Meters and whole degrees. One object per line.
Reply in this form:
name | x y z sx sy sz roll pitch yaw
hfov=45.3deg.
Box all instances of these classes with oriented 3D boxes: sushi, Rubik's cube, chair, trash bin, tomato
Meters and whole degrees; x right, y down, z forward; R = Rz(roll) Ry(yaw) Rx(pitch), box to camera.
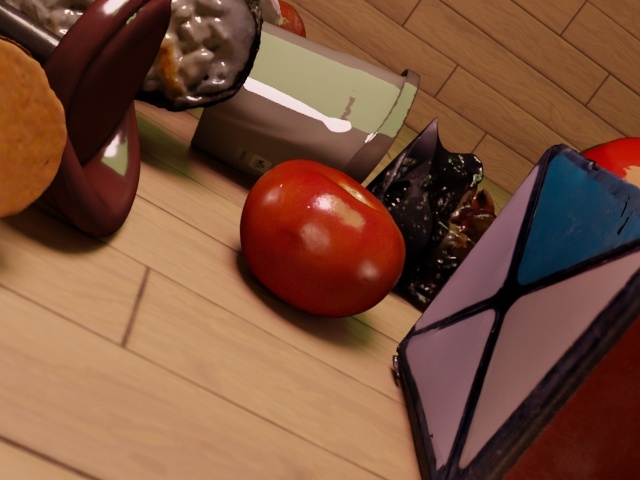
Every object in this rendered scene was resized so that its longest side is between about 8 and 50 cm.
sushi | -0.240 -0.255 0.868 0.350 0.210 0.171 -2 26 -14
sushi | 0.163 -0.016 1.127 0.212 0.215 0.227 42 -3 8
Rubik's cube | 0.276 0.127 0.708 0.305 0.307 0.310 30 15 -9
chair | -0.294 -0.197 0.652 0.401 0.226 0.226 34 17 -7
trash bin | -0.029 -0.172 1.075 0.250 0.220 0.219 24 58 -10
tomato | 0.000 0.000 0.829 0.195 0.136 0.195 33 14 -9

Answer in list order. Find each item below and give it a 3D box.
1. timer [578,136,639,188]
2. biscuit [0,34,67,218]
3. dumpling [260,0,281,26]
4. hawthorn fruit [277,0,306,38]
timer | 0.457 0.019 1.232 0.279 0.378 0.378 38 17 8
biscuit | -0.276 -0.062 0.415 0.047 0.215 0.340 4 13 25
dumpling | -0.255 -0.324 1.113 0.341 0.260 0.181 -20 76 -20
hawthorn fruit | -0.137 -0.334 1.370 0.224 0.224 0.260 31 30 -14
